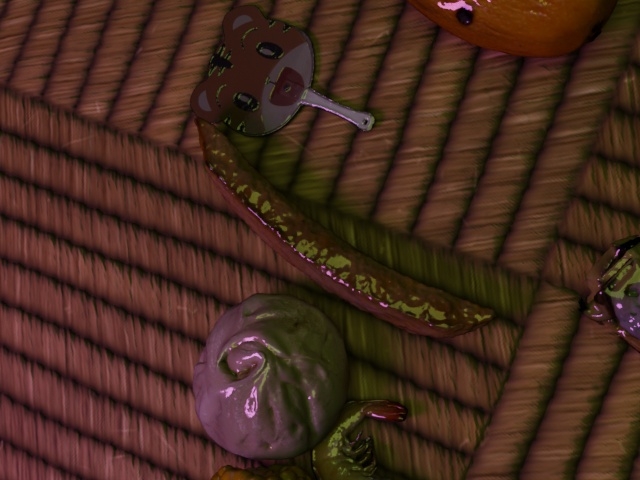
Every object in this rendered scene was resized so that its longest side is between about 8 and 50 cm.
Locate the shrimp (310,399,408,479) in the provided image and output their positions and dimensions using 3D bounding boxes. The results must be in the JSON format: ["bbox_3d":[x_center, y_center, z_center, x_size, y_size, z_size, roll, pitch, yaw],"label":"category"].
[{"bbox_3d":[0.076,0.239,0.952,0.178,0.034,0.124,26,87,25],"label":"shrimp"}]

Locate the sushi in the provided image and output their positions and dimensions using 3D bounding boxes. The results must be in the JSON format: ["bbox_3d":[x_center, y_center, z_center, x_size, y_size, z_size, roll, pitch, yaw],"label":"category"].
[{"bbox_3d":[0.391,0.098,0.847,0.291,0.131,0.139,41,95,23],"label":"sushi"}]

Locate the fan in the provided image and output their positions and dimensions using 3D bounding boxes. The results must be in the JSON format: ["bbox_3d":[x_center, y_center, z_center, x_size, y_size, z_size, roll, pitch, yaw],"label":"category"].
[{"bbox_3d":[-0.037,-0.178,1.042,0.227,0.008,0.152,24,88,16],"label":"fan"}]

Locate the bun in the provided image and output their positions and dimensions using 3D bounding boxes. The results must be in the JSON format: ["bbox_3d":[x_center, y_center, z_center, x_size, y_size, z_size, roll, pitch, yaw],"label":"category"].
[{"bbox_3d":[-0.058,0.144,0.956,0.183,0.102,0.183,-3,78,15],"label":"bun"}]

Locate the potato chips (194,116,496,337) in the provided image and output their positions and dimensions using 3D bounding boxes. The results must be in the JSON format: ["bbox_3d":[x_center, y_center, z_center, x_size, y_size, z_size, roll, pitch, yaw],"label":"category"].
[{"bbox_3d":[0.000,0.000,0.987,0.407,0.057,0.080,35,79,15],"label":"potato chips"}]

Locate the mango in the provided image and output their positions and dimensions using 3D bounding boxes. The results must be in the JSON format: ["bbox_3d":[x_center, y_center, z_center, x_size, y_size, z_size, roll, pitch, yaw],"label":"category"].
[{"bbox_3d":[0.177,-0.303,0.953,0.295,0.120,0.177,34,100,17],"label":"mango"}]

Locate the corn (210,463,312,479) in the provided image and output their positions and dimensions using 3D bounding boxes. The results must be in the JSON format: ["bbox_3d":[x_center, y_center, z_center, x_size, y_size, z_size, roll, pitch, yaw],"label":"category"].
[{"bbox_3d":[-0.056,0.403,0.913,0.131,0.131,0.344,-3,83,13],"label":"corn"}]
